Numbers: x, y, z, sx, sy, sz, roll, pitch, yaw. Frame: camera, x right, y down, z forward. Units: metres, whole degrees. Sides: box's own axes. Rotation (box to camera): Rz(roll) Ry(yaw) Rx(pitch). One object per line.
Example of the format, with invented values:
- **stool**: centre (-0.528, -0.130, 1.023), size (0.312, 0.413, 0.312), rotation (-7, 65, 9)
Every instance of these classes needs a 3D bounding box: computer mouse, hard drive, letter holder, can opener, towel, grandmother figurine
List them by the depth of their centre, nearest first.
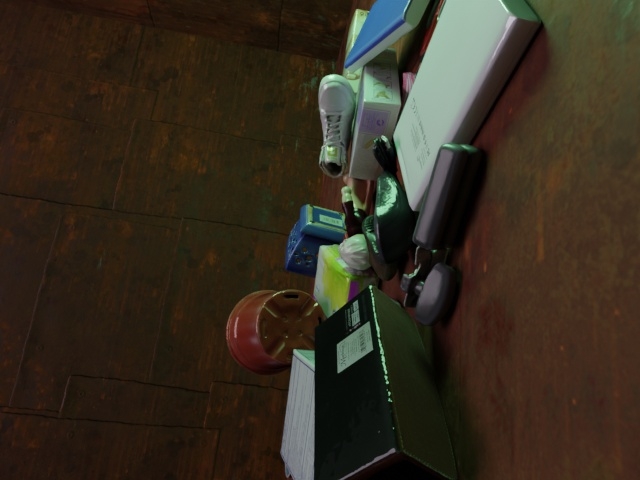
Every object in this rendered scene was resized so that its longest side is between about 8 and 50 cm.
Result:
- **can opener**: centre (0.193, -0.007, 0.622), size (0.093, 0.074, 0.280), rotation (28, 117, 46)
- **letter holder**: centre (0.117, 0.261, 0.646), size (0.152, 0.214, 0.301), rotation (-43, 24, 24)
- **hard drive**: centre (0.215, -0.251, 0.686), size (0.353, 0.047, 0.232), rotation (106, 165, -52)
- **computer mouse**: centre (0.159, -0.075, 0.837), size (0.188, 0.072, 0.272), rotation (62, -153, -47)
- **towel**: centre (0.213, -0.316, 0.944), size (0.197, 0.030, 0.144), rotation (-95, 14, -64)
- **hard drive**: centre (0.174, -0.554, 0.978), size (0.210, 0.040, 0.319), rotation (-65, 20, -3)
- **grandmother figurine**: centre (0.105, -0.061, 1.114), size (0.207, 0.104, 0.342), rotation (51, -151, -36)

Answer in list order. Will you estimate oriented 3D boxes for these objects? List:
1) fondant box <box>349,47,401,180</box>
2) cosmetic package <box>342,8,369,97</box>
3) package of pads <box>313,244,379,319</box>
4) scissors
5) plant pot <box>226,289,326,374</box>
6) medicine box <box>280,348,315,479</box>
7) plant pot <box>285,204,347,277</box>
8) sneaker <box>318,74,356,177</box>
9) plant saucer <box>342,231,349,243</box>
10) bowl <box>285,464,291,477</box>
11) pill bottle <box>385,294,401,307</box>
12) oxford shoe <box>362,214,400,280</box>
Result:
- **fondant box**: centre (0.149, -0.365, 1.140), size (0.238, 0.096, 0.330), rotation (98, 178, -47)
- **cosmetic package**: centre (0.153, -0.631, 1.429), size (0.153, 0.129, 0.295), rotation (152, 125, -81)
- **package of pads**: centre (0.060, 0.150, 1.167), size (0.296, 0.101, 0.228), rotation (-137, 52, -68)
- **scissors**: centre (0.221, -0.390, 0.859), size (0.109, 0.021, 0.296), rotation (-100, 26, -57)
- **plant pot**: centre (-0.122, 0.262, 1.189), size (0.265, 0.273, 0.272), rotation (144, 135, -63)
- **medicine box**: centre (0.025, 0.412, 0.916), size (0.289, 0.149, 0.263), rotation (171, 107, -71)
- **plant pot**: centre (0.000, 0.000, 1.587), size (0.236, 0.236, 0.212), rotation (-92, 19, -61)
- **sneaker**: centre (0.047, -0.306, 1.148), size (0.292, 0.108, 0.169), rotation (77, -165, -60)
- **plant saucer**: centre (0.095, 0.107, 1.381), size (0.259, 0.048, 0.258), rotation (-95, 15, -68)
- **bowl**: centre (-0.005, 0.533, 1.196), size (0.311, 0.163, 0.311), rotation (-173, 90, -84)
- **pill bottle**: centre (0.118, 0.199, 0.869), size (0.086, 0.086, 0.151), rotation (-106, 25, -75)
- **oxford shoe**: centre (0.139, 0.012, 0.960), size (0.227, 0.083, 0.096), rotation (-85, -4, -57)
